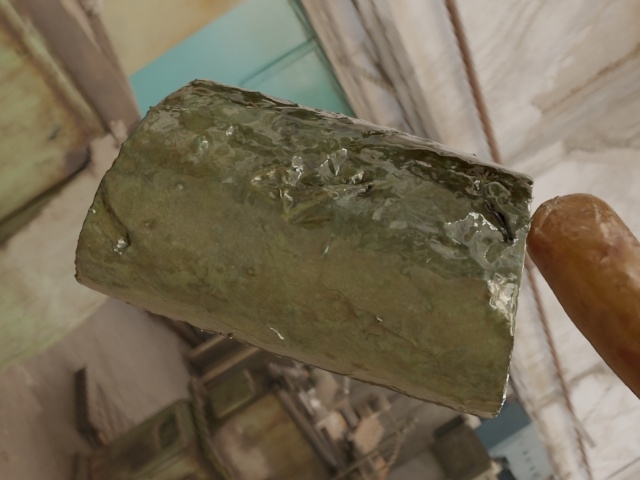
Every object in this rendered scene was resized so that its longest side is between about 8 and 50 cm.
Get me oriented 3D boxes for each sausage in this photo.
[{"bbox_3d":[0.296,0.067,0.959,0.270,0.109,0.109,56,-1,26],"label":"sausage"}]

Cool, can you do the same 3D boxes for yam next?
[{"bbox_3d":[0.000,0.000,0.615,0.268,0.161,0.161,19,-10,13],"label":"yam"}]
